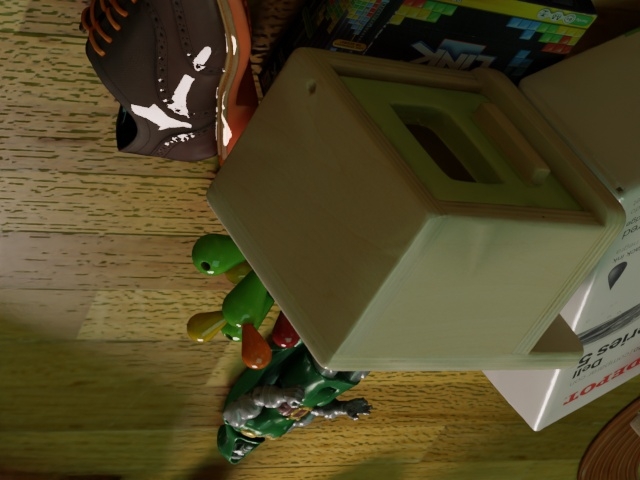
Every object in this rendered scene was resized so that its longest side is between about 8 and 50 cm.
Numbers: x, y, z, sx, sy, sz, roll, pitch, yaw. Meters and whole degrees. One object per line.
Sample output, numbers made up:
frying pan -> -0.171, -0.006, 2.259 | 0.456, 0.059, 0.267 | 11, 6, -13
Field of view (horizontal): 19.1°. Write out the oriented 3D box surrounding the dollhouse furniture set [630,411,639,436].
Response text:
dollhouse furniture set -> 0.354, 0.040, 1.367 | 0.262, 0.135, 0.259 | -27, 160, -51

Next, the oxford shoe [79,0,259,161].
oxford shoe -> -0.091, -0.128, 1.091 | 0.098, 0.097, 0.271 | -9, 145, -3

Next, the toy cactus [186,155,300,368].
toy cactus -> 0.000, 0.000, 1.316 | 0.180, 0.112, 0.219 | -11, 136, -28

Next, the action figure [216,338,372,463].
action figure -> -0.003, 0.108, 1.489 | 0.137, 0.063, 0.232 | 15, 137, -42

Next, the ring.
ring -> 0.409, 0.194, 1.815 | 0.336, 0.032, 0.336 | -13, 145, -9

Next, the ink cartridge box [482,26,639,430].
ink cartridge box -> 0.216, -0.018, 1.317 | 0.198, 0.115, 0.273 | -25, 150, -25

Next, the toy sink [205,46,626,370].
toy sink -> 0.079, -0.018, 1.155 | 0.234, 0.153, 0.131 | 5, 129, -43

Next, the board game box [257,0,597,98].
board game box -> 0.067, -0.123, 1.208 | 0.170, 0.048, 0.141 | 6, 138, -30
